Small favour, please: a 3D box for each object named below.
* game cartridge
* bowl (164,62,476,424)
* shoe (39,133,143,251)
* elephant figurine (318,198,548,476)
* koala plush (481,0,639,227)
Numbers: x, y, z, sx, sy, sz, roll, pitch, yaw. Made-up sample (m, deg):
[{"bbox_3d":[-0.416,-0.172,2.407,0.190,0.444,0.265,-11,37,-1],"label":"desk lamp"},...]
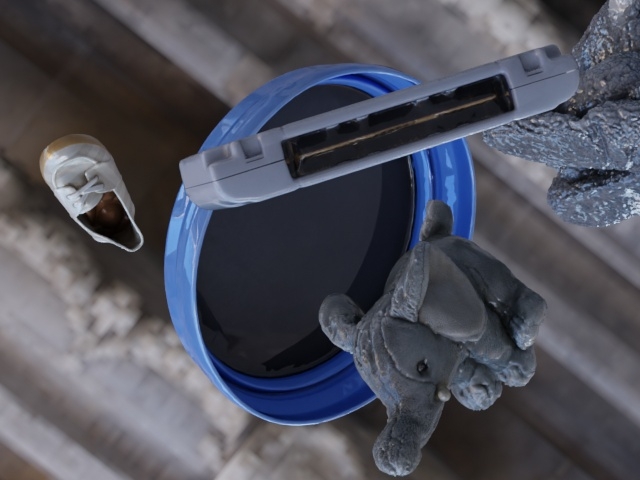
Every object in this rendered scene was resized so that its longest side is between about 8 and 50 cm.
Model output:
[{"bbox_3d":[0.040,-0.087,1.529,0.198,0.297,0.062,157,95,-79],"label":"game cartridge"},{"bbox_3d":[0.000,0.000,2.019,0.077,0.391,0.391,23,172,45],"label":"bowl"},{"bbox_3d":[-0.249,-0.051,2.142,0.058,0.076,0.219,53,177,27],"label":"shoe"},{"bbox_3d":[0.084,0.080,1.669,0.186,0.169,0.239,30,-161,30],"label":"elephant figurine"},{"bbox_3d":[0.300,-0.151,1.836,0.203,0.221,0.196,-3,147,40],"label":"koala plush"}]
